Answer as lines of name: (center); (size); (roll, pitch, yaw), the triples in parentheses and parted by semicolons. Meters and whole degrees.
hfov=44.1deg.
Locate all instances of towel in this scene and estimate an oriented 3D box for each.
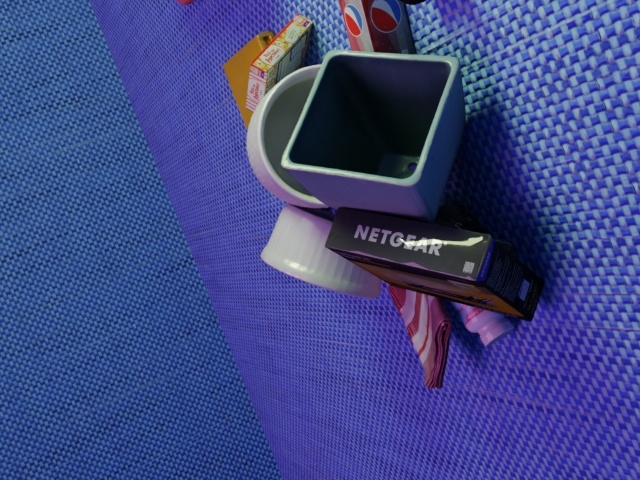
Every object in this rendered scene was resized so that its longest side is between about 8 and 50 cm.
towel: (0.198, 0.120, 1.669); (0.237, 0.037, 0.329); (89, 167, -45)

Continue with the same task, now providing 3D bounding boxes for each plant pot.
plant pot: (0.120, -0.153, 1.391); (0.247, 0.248, 0.252); (11, 157, 26)

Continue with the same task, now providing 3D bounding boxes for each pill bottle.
pill bottle: (0.299, 0.119, 1.517); (0.160, 0.087, 0.087); (58, 156, 20)

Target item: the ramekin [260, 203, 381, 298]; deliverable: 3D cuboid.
ramekin: (0.019, 0.016, 1.734); (0.277, 0.277, 0.135); (27, 101, 57)

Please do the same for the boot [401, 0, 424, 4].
boot: (0.159, -0.413, 1.286); (0.099, 0.121, 0.045); (-9, 101, 60)

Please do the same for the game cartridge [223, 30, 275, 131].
game cartridge: (-0.148, -0.375, 2.091); (0.323, 0.052, 0.285); (-2, 110, 68)

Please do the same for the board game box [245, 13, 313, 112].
board game box: (-0.092, -0.390, 1.763); (0.045, 0.193, 0.147); (30, 147, 9)

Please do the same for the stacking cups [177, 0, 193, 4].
stacking cups: (-0.330, -0.699, 2.127); (0.316, 0.096, 0.096); (-5, 107, 69)

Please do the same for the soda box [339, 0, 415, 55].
soda box: (0.086, -0.452, 1.435); (0.083, 0.092, 0.263); (19, 129, 62)

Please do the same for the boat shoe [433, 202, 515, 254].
boat shoe: (0.245, -0.027, 1.487); (0.285, 0.103, 0.092); (20, 86, 47)

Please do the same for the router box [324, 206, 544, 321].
router box: (0.200, 0.041, 1.382); (0.308, 0.081, 0.243); (13, 168, 40)

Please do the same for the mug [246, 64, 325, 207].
mug: (0.010, -0.171, 1.685); (0.374, 0.276, 0.328); (47, 171, -10)

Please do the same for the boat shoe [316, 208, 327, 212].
boat shoe: (-0.016, -0.091, 2.046); (0.064, 0.060, 0.178); (62, 157, 11)
